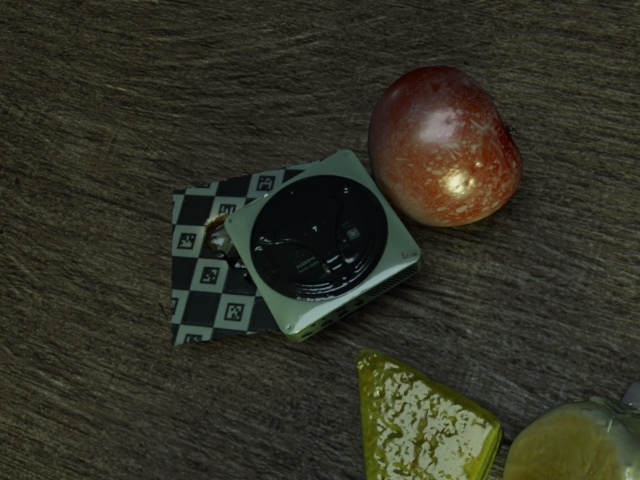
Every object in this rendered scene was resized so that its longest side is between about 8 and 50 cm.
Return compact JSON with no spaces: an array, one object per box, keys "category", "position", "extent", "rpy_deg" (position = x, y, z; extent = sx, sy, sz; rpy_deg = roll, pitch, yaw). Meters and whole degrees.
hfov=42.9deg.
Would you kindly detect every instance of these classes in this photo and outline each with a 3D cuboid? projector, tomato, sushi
[{"category":"projector","position":[0.000,0.000,1.352],"extent":[0.257,0.079,0.259],"rpy_deg":[-31,61,-2]},{"category":"tomato","position":[0.190,-0.146,1.324],"extent":[0.227,0.270,0.270],"rpy_deg":[-33,68,1]},{"category":"sushi","position":[-0.096,0.029,1.451],"extent":[0.339,0.069,0.320],"rpy_deg":[-11,61,10]}]

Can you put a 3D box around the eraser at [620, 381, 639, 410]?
[{"category":"eraser","position":[0.487,0.362,1.193],"extent":[0.204,0.059,0.243],"rpy_deg":[33,83,21]}]

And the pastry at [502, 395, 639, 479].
[{"category":"pastry","position":[0.377,0.349,1.137],"extent":[0.265,0.133,0.265],"rpy_deg":[-40,39,44]}]

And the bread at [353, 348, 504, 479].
[{"category":"bread","position":[0.102,0.379,1.187],"extent":[0.245,0.233,0.362],"rpy_deg":[24,80,20]}]
